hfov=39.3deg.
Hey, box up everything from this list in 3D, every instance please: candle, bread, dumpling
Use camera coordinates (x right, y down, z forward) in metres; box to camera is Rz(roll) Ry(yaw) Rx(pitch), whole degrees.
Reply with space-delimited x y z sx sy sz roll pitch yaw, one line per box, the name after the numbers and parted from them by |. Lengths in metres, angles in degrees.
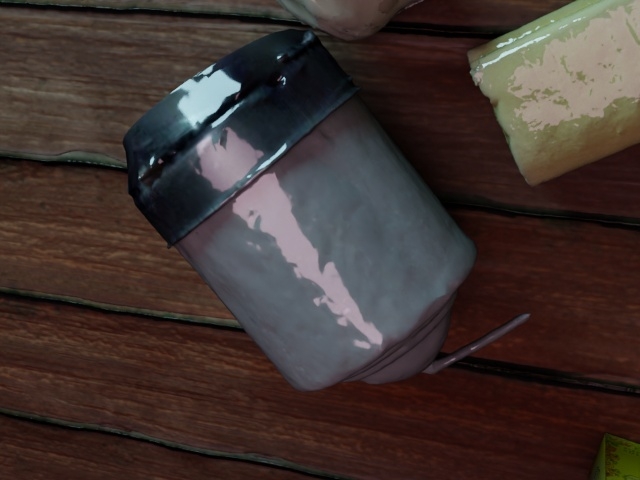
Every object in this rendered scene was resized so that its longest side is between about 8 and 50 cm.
0.000 0.000 0.790 0.221 0.221 0.342 -35 97 25 | candle
0.230 -0.136 0.754 0.178 0.060 0.139 -24 100 24 | bread
0.005 -0.230 0.752 0.199 0.136 0.118 13 110 30 | dumpling

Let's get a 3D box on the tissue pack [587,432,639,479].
0.345 0.255 0.842 0.176 0.095 0.062 17 113 12 | tissue pack
